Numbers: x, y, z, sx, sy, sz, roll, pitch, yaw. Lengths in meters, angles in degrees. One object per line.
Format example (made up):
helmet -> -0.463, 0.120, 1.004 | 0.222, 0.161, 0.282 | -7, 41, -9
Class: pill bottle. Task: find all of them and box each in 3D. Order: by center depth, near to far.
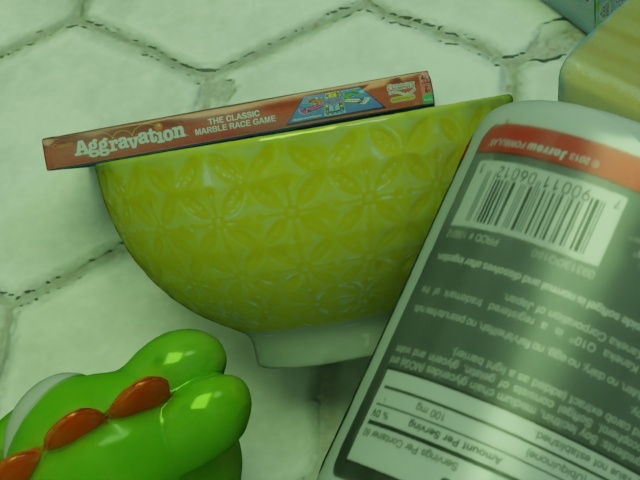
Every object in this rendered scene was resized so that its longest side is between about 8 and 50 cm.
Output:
pill bottle -> 0.119, 0.121, 1.007 | 0.210, 0.210, 0.363 | 21, 80, 25

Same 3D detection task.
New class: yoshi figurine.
yoshi figurine -> -0.189, 0.195, 1.116 | 0.362, 0.203, 0.203 | -33, 12, 3

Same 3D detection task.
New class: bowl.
bowl -> 0.000, 0.000, 1.179 | 0.289, 0.289, 0.156 | -9, 93, 4

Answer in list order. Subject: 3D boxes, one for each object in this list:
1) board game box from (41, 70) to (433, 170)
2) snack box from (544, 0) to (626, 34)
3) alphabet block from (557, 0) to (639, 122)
board game box -> -0.055, -0.089, 1.299 | 0.281, 0.145, 0.027 | -10, 94, 5
snack box -> 0.244, -0.281, 1.424 | 0.207, 0.070, 0.174 | -37, 56, -14
alphabet block -> 0.291, -0.066, 1.166 | 0.197, 0.192, 0.193 | 30, 60, 28
